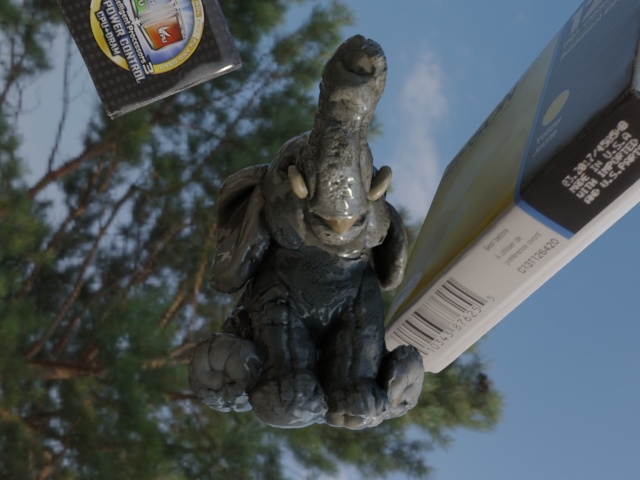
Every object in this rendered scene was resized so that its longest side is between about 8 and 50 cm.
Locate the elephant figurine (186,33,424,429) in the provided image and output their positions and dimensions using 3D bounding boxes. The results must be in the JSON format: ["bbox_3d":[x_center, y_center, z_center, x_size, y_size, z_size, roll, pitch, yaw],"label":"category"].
[{"bbox_3d":[0.000,0.000,0.643,0.186,0.169,0.240,2,-91,38],"label":"elephant figurine"}]

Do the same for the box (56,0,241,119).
[{"bbox_3d":[-0.117,-0.190,0.443,0.270,0.060,0.216,-124,-167,-69],"label":"box"}]

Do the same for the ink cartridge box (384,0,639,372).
[{"bbox_3d":[0.176,-0.091,0.703,0.304,0.072,0.307,-54,-171,47],"label":"ink cartridge box"}]
